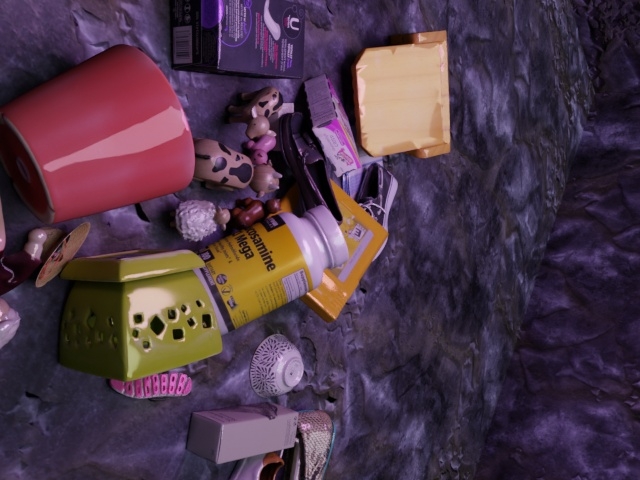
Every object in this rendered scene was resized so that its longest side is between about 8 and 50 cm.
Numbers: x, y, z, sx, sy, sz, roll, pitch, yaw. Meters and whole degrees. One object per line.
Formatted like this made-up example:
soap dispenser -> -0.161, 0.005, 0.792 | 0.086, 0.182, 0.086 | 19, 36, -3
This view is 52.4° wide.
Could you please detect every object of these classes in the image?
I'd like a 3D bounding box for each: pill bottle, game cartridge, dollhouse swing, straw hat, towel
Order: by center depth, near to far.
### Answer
straw hat -> -0.477, 0.008, 1.147 | 0.061, 0.144, 0.145 | 35, 62, -4
pill bottle -> -0.116, 0.054, 1.416 | 0.333, 0.188, 0.188 | -26, 121, -13
game cartridge -> 0.000, 0.000, 1.632 | 0.285, 0.052, 0.324 | 42, 51, -8
towel -> 0.130, -0.212, 1.913 | 0.209, 0.034, 0.285 | -25, 115, -48
dollhouse swing -> 0.207, -0.424, 1.921 | 0.304, 0.315, 0.347 | -10, 108, -11

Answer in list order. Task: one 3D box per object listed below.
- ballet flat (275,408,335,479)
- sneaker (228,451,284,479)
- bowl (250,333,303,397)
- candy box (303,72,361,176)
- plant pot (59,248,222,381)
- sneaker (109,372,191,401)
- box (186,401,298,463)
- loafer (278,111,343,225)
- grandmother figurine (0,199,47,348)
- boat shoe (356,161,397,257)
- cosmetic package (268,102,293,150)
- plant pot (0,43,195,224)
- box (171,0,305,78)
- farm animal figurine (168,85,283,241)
ballet flat -> -0.079, 0.696, 1.747 | 0.181, 0.164, 0.484 | 12, 81, -31
sneaker -> -0.184, 0.653, 1.602 | 0.106, 0.123, 0.290 | 46, 62, -48
bowl -> -0.097, 0.334, 1.687 | 0.170, 0.080, 0.170 | -15, 109, -50
candy box -> 0.028, -0.294, 1.633 | 0.234, 0.071, 0.159 | -99, 163, -48
plant pot -> -0.343, 0.125, 1.221 | 0.227, 0.228, 0.207 | -10, 97, -51
sneaker -> -0.360, 0.305, 1.358 | 0.170, 0.074, 0.063 | 11, 61, -32
box -> -0.182, 0.461, 1.577 | 0.275, 0.113, 0.094 | 11, 88, -54
loafer -> -0.013, -0.168, 1.567 | 0.109, 0.095, 0.303 | -20, 98, -44
grandmother figurine -> -0.547, 0.019, 1.038 | 0.207, 0.104, 0.343 | -6, 108, -17
boat shoe -> 0.137, -0.082, 1.825 | 0.105, 0.113, 0.307 | 42, 59, -38
cosmetic package -> -0.097, -0.280, 1.600 | 0.060, 0.041, 0.115 | -13, 107, -50
plant pot -> -0.389, -0.163, 1.092 | 0.243, 0.274, 0.275 | -32, 121, -33
box -> -0.170, -0.437, 1.393 | 0.270, 0.143, 0.166 | -11, 107, -51
farm animal figurine -> -0.172, -0.173, 1.417 | 0.326, 0.172, 0.331 | -10, 105, -51
